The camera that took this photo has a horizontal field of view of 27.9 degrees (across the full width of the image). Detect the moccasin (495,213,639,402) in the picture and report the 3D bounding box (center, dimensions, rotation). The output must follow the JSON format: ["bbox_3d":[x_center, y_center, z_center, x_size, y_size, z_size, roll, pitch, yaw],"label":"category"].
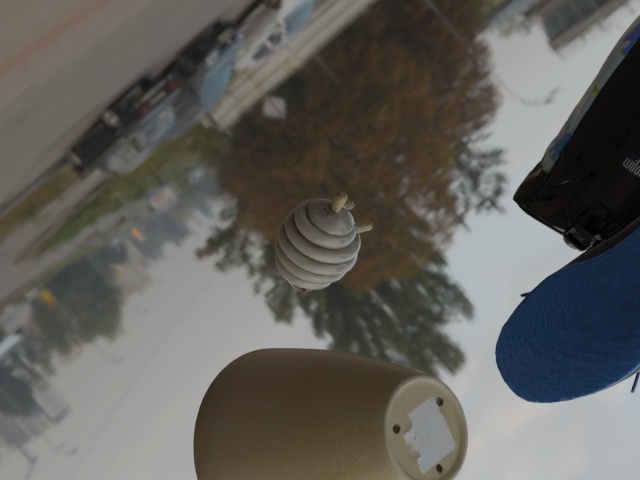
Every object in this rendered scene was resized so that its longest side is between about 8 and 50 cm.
[{"bbox_3d":[0.311,0.046,1.185,0.342,0.138,0.117,-39,163,35],"label":"moccasin"}]

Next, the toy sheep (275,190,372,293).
[{"bbox_3d":[0.000,0.000,1.275,0.091,0.091,0.132,-49,164,-53],"label":"toy sheep"}]

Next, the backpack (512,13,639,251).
[{"bbox_3d":[0.414,-0.139,1.326,0.273,0.290,0.356,-35,150,-54],"label":"backpack"}]

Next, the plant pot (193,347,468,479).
[{"bbox_3d":[0.034,0.235,1.509,0.274,0.256,0.256,-18,-158,49],"label":"plant pot"}]
